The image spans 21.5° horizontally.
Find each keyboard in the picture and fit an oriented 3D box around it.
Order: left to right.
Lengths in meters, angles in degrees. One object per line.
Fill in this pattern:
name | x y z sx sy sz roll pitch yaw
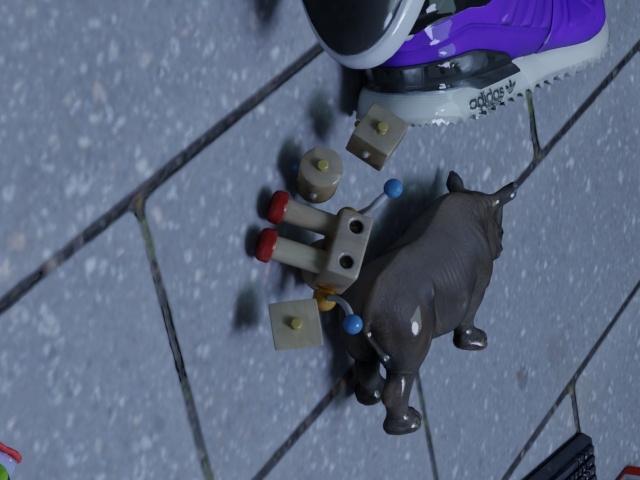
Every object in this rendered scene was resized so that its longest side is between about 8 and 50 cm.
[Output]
keyboard | 0.200 0.244 1.452 0.180 0.023 0.108 -24 115 -55

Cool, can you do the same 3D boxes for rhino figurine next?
rhino figurine | 0.084 0.024 1.173 0.243 0.073 0.106 -46 135 -48

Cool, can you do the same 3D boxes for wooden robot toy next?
wooden robot toy | 0.000 0.000 1.058 0.079 0.076 0.173 115 -7 -70

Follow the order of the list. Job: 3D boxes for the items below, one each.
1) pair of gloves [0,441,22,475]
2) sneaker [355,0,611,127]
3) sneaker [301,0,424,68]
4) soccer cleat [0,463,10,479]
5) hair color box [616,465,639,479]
pair of gloves | -0.154 0.187 0.845 0.198 0.023 0.159 41 60 -53
sneaker | 0.121 -0.181 1.172 0.293 0.102 0.146 -32 121 -53
sneaker | -0.006 -0.250 0.956 0.147 0.104 0.296 6 83 -58
soccer cleat | -0.203 0.159 0.733 0.179 0.060 0.072 -41 138 -41
hair color box | 0.306 0.312 1.610 0.093 0.053 0.167 -35 125 -53
